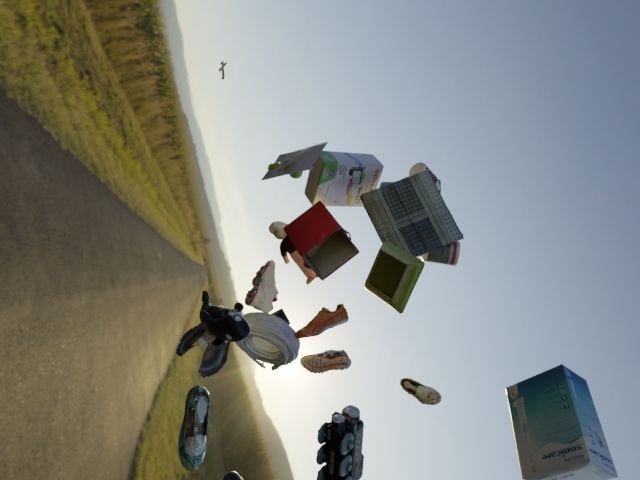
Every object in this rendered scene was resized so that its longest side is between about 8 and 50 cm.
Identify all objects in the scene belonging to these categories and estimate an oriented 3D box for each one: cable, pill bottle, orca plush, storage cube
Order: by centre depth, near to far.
[{"bbox_3d":[-0.332,0.227,1.378,0.102,0.151,0.287,45,-4,-39],"label":"orca plush"},{"bbox_3d":[-0.193,0.364,1.600,0.257,0.089,0.257,-25,-61,40],"label":"cable"},{"bbox_3d":[0.000,0.000,1.700,0.183,0.215,0.193,51,3,-45],"label":"storage cube"},{"bbox_3d":[0.457,0.039,1.745,0.108,0.180,0.107,9,90,-81],"label":"pill bottle"},{"bbox_3d":[0.467,-0.271,1.936,0.152,0.086,0.086,36,10,-34],"label":"pill bottle"}]

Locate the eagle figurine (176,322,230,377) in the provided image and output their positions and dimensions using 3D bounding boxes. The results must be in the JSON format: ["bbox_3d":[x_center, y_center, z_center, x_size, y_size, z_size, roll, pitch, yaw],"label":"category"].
[{"bbox_3d":[-0.535,0.475,2.082,0.298,0.225,0.226,-57,-143,32],"label":"eagle figurine"}]

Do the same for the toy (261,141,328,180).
[{"bbox_3d":[-0.079,-0.244,1.433,0.237,0.136,0.056,0,-41,43],"label":"toy"}]

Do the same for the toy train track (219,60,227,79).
[{"bbox_3d":[-0.351,-0.607,1.554,0.014,0.048,0.083,30,-23,3],"label":"toy train track"}]

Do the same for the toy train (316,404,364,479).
[{"bbox_3d":[0.081,0.770,1.594,0.142,0.190,0.333,9,-75,33],"label":"toy train"}]

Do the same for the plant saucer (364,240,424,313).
[{"bbox_3d":[0.227,0.116,1.439,0.188,0.045,0.188,33,-74,46],"label":"plant saucer"}]

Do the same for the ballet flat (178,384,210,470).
[{"bbox_3d":[-0.292,0.437,1.019,0.070,0.070,0.188,122,-34,-70],"label":"ballet flat"}]

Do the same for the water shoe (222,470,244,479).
[{"bbox_3d":[-0.207,0.757,1.255,0.203,0.073,0.080,43,-18,38],"label":"water shoe"}]

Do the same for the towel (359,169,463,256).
[{"bbox_3d":[0.352,-0.095,1.716,0.056,0.312,0.324,86,-17,-73],"label":"towel"}]

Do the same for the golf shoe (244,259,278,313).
[{"bbox_3d":[-0.256,0.220,2.065,0.115,0.140,0.306,-38,-158,35],"label":"golf shoe"}]

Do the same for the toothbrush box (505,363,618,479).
[{"bbox_3d":[0.703,0.559,1.305,0.216,0.126,0.295,-45,-160,37],"label":"toothbrush box"}]

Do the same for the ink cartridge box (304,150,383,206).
[{"bbox_3d":[0.096,-0.251,1.801,0.117,0.278,0.201,-122,-141,-47],"label":"ink cartridge box"}]

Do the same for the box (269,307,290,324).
[{"bbox_3d":[-0.163,0.299,1.625,0.067,0.083,0.018,62,16,-2],"label":"box"}]

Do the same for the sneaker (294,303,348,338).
[{"bbox_3d":[-0.002,0.230,1.242,0.064,0.175,0.067,-26,-94,59],"label":"sneaker"}]

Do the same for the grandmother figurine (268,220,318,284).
[{"bbox_3d":[-0.119,0.041,2.110,0.342,0.208,0.104,49,19,-5],"label":"grandmother figurine"}]

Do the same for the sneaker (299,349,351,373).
[{"bbox_3d":[0.019,0.501,1.834,0.083,0.215,0.084,-106,-160,-64],"label":"sneaker"}]

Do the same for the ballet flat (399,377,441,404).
[{"bbox_3d":[0.459,0.710,2.056,0.241,0.077,0.091,-1,-121,60],"label":"ballet flat"}]

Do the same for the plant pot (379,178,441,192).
[{"bbox_3d":[0.500,-0.201,2.526,0.341,0.334,0.341,6,90,-81],"label":"plant pot"}]
